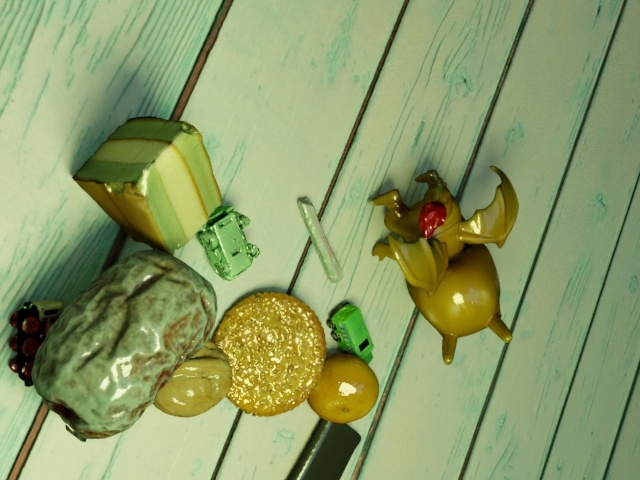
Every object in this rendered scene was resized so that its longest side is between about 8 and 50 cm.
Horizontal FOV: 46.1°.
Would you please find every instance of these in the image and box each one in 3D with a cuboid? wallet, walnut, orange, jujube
[{"bbox_3d":[-0.006,0.512,1.663,0.149,0.044,0.250,45,68,-40],"label":"wallet"},{"bbox_3d":[-0.241,0.241,1.357,0.166,0.149,0.167,22,54,-34],"label":"walnut"},{"bbox_3d":[0.046,0.313,1.611,0.159,0.158,0.136,48,23,-34],"label":"orange"},{"bbox_3d":[-0.308,0.159,1.197,0.317,0.226,0.226,-54,127,-26],"label":"jujube"}]

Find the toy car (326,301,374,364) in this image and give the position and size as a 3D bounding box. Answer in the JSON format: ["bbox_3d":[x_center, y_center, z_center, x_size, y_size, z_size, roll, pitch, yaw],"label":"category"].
[{"bbox_3d":[0.075,0.220,1.670,0.071,0.062,0.165,-37,119,-31],"label":"toy car"}]

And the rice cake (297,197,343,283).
[{"bbox_3d":[0.000,0.000,1.591,0.033,0.033,0.208,-33,116,-21],"label":"rice cake"}]

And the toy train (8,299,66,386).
[{"bbox_3d":[-0.454,0.165,1.219,0.087,0.050,0.138,-6,103,-46],"label":"toy train"}]

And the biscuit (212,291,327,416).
[{"bbox_3d":[-0.099,0.226,1.501,0.253,0.035,0.254,-1,91,-25],"label":"biscuit"}]

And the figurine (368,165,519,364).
[{"bbox_3d":[0.269,0.050,1.679,0.401,0.268,0.387,-32,103,-44],"label":"figurine"}]

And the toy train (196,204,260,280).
[{"bbox_3d":[-0.184,-0.003,1.409,0.099,0.081,0.149,-38,125,-30],"label":"toy train"}]

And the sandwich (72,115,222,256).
[{"bbox_3d":[-0.252,-0.081,1.235,0.155,0.227,0.198,-53,126,-21],"label":"sandwich"}]
